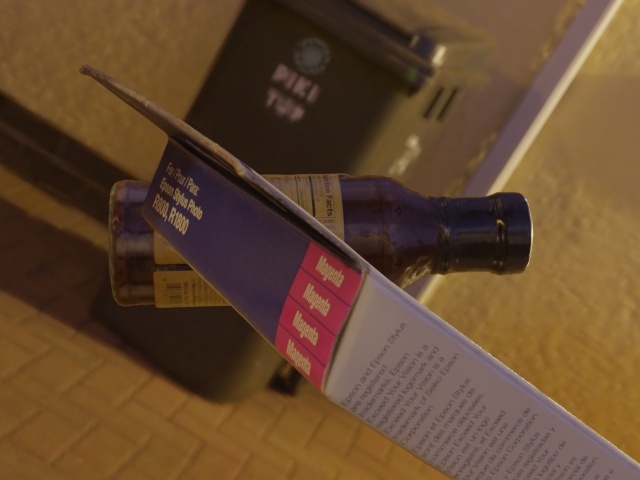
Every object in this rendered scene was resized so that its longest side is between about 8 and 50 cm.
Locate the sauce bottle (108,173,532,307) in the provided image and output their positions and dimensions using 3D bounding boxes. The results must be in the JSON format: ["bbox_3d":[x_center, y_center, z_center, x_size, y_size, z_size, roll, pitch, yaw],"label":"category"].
[{"bbox_3d":[0.000,0.000,1.088,0.344,0.111,0.111,0,18,-6],"label":"sauce bottle"}]

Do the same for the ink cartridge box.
[{"bbox_3d":[0.011,0.043,0.731,0.330,0.071,0.324,36,0,-26],"label":"ink cartridge box"}]
